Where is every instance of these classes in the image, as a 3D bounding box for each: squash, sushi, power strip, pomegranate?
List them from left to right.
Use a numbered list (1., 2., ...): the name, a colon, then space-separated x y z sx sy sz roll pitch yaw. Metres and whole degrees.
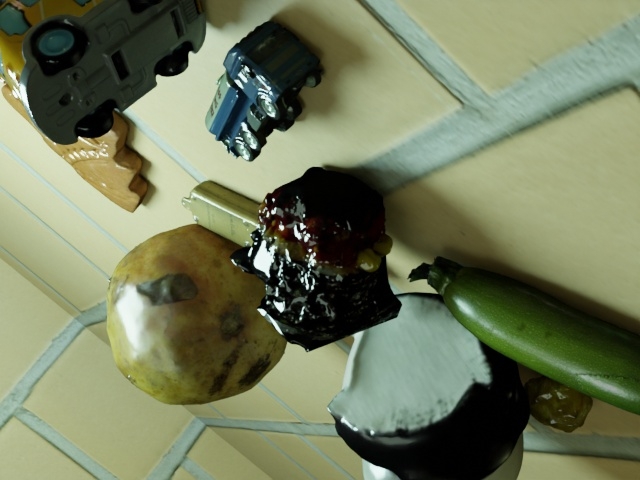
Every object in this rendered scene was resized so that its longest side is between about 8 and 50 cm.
1. pomegranate: -0.181 0.110 1.288 0.281 0.281 0.281 30 155 15
2. power strip: -0.065 -0.006 1.170 0.306 0.044 0.064 26 137 26
3. sushi: 0.000 0.000 0.972 0.172 0.153 0.150 43 131 32
4. squash: 0.237 0.097 0.911 0.332 0.087 0.087 27 155 25

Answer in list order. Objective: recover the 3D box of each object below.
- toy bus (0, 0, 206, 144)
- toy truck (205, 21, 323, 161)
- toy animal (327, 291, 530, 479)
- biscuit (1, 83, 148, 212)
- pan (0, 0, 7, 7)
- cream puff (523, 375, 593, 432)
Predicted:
1. toy bus: -0.230 -0.207 0.850 0.136 0.209 0.126 38 160 23
2. toy truck: -0.067 -0.151 0.895 0.088 0.074 0.202 47 157 0
3. toy animal: 0.153 0.233 1.085 0.251 0.250 0.310 18 155 37
4. biscuit: -0.367 -0.143 1.341 0.284 0.043 0.306 18 150 36
5. pan: -0.428 -0.341 1.056 0.202 0.048 0.128 42 155 -16
6. cream puff: 0.290 0.201 1.054 0.083 0.058 0.083 32 155 8
